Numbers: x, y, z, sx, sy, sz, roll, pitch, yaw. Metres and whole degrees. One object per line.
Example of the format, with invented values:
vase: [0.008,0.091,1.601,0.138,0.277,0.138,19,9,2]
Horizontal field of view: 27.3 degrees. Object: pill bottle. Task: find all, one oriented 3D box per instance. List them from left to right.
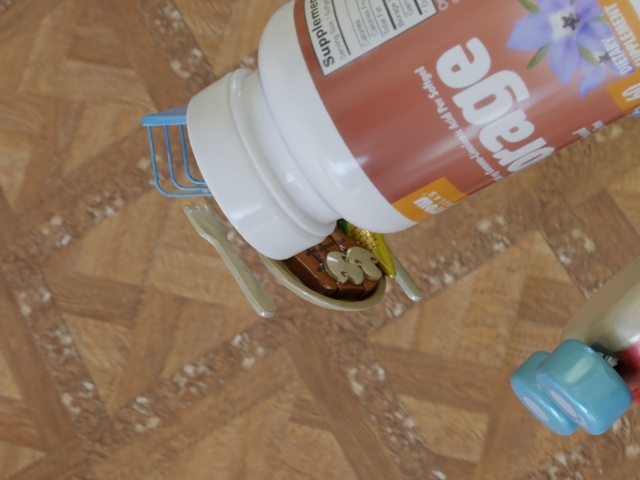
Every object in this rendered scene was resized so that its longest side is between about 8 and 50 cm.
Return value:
pill bottle: [0.051,-0.078,0.603,0.216,0.121,0.121,-28,64,19]

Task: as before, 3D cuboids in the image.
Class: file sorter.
file sorter: [-0.129,-0.124,1.687,0.118,0.170,0.104,-1,103,24]

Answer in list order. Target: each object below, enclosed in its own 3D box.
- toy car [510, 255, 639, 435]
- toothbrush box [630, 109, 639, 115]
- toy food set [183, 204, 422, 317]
toy car: [0.321,0.122,1.076,0.219,0.210,0.238,-43,85,-8]
toothbrush box: [0.418,-0.214,1.554,0.216,0.296,0.126,0,97,41]
toy food set: [0.000,0.000,1.028,0.132,0.192,0.038,53,125,26]
